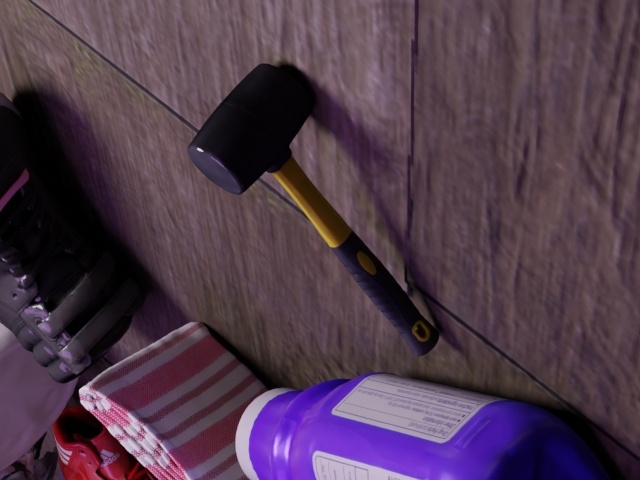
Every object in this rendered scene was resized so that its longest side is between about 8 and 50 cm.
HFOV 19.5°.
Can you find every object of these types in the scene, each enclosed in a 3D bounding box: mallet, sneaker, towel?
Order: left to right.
[{"bbox_3d":[-0.192,0.003,1.269,0.147,0.104,0.296,39,163,14],"label":"sneaker"},{"bbox_3d":[-0.167,0.228,1.629,0.221,0.087,0.128,35,157,29],"label":"sneaker"},{"bbox_3d":[-0.049,0.137,1.215,0.197,0.144,0.029,43,118,9],"label":"towel"},{"bbox_3d":[0.000,0.000,0.950,0.039,0.062,0.190,16,144,54],"label":"mallet"}]

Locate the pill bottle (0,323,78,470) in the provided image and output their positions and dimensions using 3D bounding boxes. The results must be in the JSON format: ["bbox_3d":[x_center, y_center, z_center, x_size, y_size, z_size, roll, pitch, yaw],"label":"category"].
[{"bbox_3d":[-0.356,0.053,1.556,0.301,0.169,0.169,37,157,25],"label":"pill bottle"}]

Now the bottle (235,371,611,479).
[{"bbox_3d":[0.047,0.133,1.058,0.118,0.092,0.283,56,157,-21],"label":"bottle"}]

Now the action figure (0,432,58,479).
[{"bbox_3d":[-0.319,0.156,1.701,0.285,0.099,0.185,46,164,33],"label":"action figure"}]
